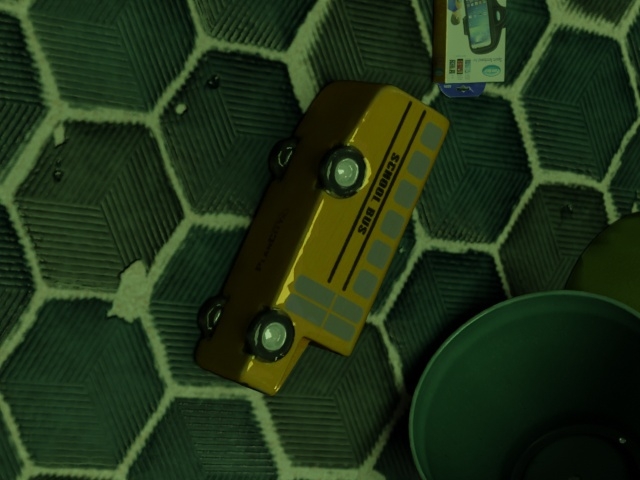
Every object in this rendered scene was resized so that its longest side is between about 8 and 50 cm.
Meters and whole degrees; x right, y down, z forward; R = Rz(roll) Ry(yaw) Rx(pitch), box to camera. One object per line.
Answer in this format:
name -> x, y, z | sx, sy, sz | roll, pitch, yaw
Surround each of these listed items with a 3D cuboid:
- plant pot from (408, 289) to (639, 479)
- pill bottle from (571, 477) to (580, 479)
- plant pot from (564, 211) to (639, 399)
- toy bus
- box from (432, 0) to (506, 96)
plant pot -> 0.261, 0.227, 1.982 | 0.293, 0.293, 0.196 | -50, 144, -16
pill bottle -> 0.355, 0.387, 2.127 | 0.136, 0.136, 0.245 | -31, 112, -25
plant pot -> 0.465, 0.117, 2.061 | 0.275, 0.293, 0.274 | -5, 100, -32
toy bus -> 0.000, 0.000, 1.861 | 0.130, 0.108, 0.332 | 28, 82, -34
box -> 0.160, -0.222, 1.975 | 0.081, 0.028, 0.136 | -5, 99, -32
